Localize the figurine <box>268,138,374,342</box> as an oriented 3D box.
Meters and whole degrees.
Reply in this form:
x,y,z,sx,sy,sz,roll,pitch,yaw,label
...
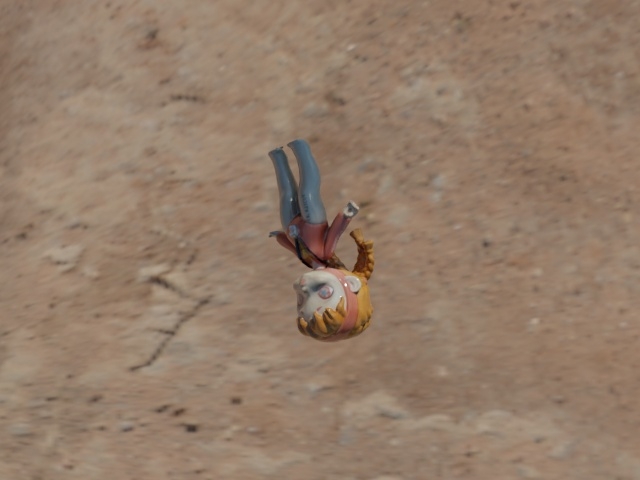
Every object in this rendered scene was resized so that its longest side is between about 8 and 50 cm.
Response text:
x,y,z,sx,sy,sz,roll,pitch,yaw,label
0.000,0.000,0.983,0.047,0.064,0.109,-9,82,-47,figurine
